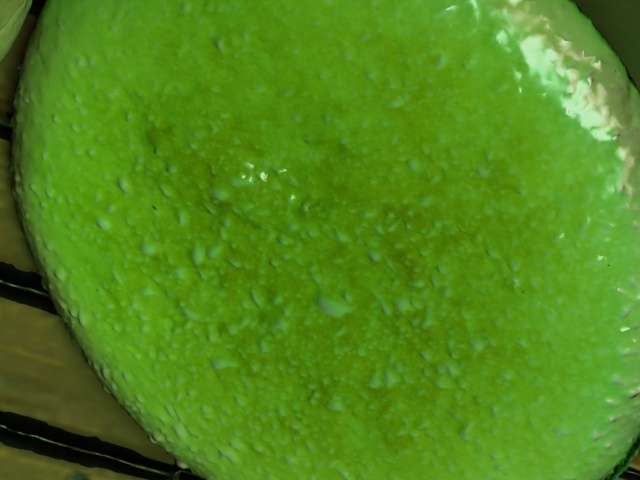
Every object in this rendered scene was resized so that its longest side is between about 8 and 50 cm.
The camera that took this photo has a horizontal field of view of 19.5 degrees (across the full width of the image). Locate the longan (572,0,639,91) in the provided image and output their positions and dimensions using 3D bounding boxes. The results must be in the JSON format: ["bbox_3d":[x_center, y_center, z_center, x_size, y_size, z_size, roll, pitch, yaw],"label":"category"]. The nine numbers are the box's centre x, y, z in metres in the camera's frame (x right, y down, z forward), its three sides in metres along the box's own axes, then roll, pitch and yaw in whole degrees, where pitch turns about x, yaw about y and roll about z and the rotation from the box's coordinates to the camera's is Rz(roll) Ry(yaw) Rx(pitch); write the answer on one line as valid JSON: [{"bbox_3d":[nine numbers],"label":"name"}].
[{"bbox_3d":[0.143,-0.059,0.805,0.248,0.248,0.248,-6,105,-22],"label":"longan"}]

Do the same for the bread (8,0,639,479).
[{"bbox_3d":[0.000,0.005,0.744,0.045,0.301,0.301,-45,123,-52],"label":"bread"}]

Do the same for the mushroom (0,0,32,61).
[{"bbox_3d":[-0.191,-0.154,0.716,0.092,0.081,0.223,-25,115,5],"label":"mushroom"}]
